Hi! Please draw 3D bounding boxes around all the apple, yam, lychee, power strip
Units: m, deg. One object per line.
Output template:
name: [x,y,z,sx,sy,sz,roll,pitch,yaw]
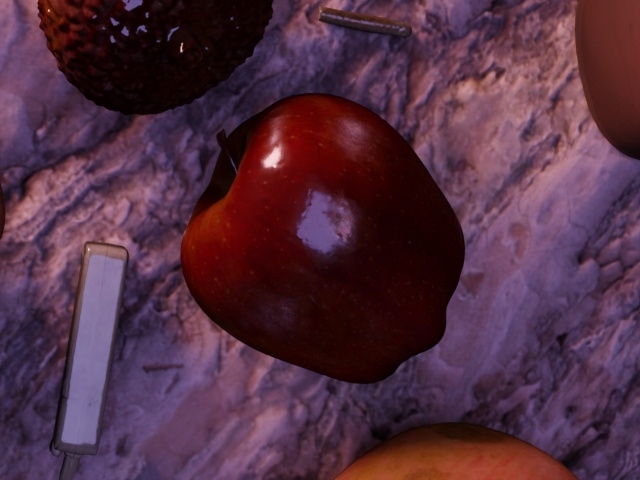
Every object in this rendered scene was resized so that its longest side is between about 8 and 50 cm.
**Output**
apple: [0.000,0.000,1.391,0.317,0.288,0.288,39,86,-20]
yam: [0.053,-0.260,1.510,0.116,0.021,0.021,10,91,-12]
lychee: [-0.183,-0.265,1.354,0.261,0.260,0.260,-1,93,-11]
apple: [0.145,0.378,1.400,0.364,0.364,0.363,-1,93,-11]
power strip: [-0.266,0.146,1.437,0.053,0.093,0.288,9,92,-14]

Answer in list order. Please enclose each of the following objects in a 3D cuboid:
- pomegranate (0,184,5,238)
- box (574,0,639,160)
pomegranate: [-0.483,-0.023,1.285,0.322,0.322,0.322,-1,93,-11]
box: [0.469,-0.231,1.494,0.301,0.216,0.300,-1,95,-11]
